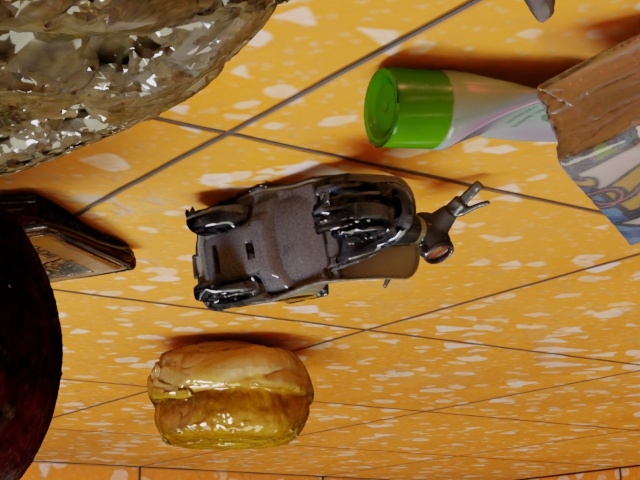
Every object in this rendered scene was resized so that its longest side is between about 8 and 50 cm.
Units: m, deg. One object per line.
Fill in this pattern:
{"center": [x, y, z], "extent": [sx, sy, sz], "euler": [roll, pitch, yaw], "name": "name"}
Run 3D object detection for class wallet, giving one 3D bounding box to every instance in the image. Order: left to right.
{"center": [-0.265, 0.009, 1.167], "extent": [0.161, 0.042, 0.195], "euler": [-4, 164, 12], "name": "wallet"}

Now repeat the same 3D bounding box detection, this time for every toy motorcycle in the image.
{"center": [0.000, 0.000, 1.073], "extent": [0.157, 0.090, 0.263], "euler": [1, 169, -40], "name": "toy motorcycle"}

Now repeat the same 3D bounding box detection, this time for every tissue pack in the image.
{"center": [0.207, -0.063, 0.816], "extent": [0.116, 0.065, 0.155], "euler": [-25, 151, 18], "name": "tissue pack"}

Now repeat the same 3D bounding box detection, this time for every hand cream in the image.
{"center": [0.160, -0.079, 0.882], "extent": [0.275, 0.050, 0.079], "euler": [1, -167, -23], "name": "hand cream"}

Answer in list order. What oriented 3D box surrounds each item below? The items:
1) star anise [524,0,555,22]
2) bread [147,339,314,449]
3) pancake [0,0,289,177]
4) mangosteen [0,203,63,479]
{"center": [0.077, -0.174, 0.379], "extent": [0.283, 0.129, 0.212], "euler": [-1, 149, -16], "name": "star anise"}
{"center": [-0.107, 0.191, 1.704], "extent": [0.198, 0.120, 0.236], "euler": [-4, 165, 3], "name": "bread"}
{"center": [-0.182, -0.101, 0.604], "extent": [0.387, 0.082, 0.387], "euler": [-17, 166, -4], "name": "pancake"}
{"center": [-0.313, 0.069, 0.917], "extent": [0.300, 0.300, 0.300], "euler": [-1, 165, 0], "name": "mangosteen"}
